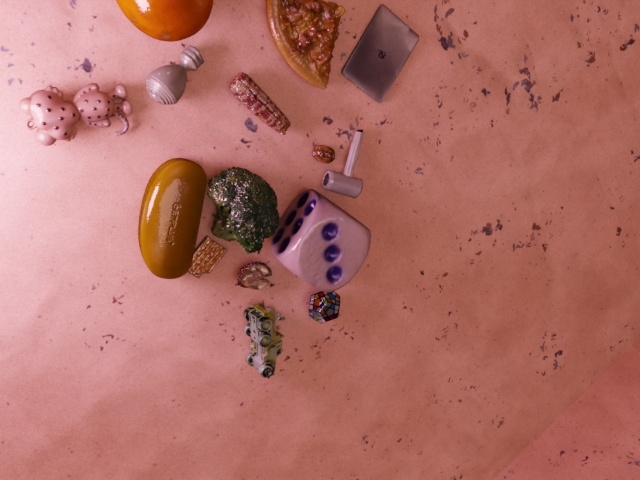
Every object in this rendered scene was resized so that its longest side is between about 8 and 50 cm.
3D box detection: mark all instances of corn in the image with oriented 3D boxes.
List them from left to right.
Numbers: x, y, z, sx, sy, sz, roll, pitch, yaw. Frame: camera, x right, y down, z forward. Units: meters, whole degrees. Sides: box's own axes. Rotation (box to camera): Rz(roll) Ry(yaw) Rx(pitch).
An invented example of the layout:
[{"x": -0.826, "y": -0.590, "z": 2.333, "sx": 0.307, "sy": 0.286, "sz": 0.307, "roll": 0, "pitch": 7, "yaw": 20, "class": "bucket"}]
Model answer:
[{"x": -0.183, "y": -0.423, "z": 1.665, "sx": 0.237, "sy": 0.079, "sz": 0.079, "roll": 39, "pitch": 88, "yaw": -29, "class": "corn"}]

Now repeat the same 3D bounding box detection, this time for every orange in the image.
[{"x": -0.409, "y": -0.650, "z": 1.387, "sx": 0.261, "sy": 0.261, "sz": 0.261, "roll": -8, "pitch": 109, "yaw": -22, "class": "orange"}]

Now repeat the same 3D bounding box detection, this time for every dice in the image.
[{"x": 0.000, "y": 0.000, "z": 1.794, "sx": 0.251, "sy": 0.243, "sz": 0.259, "roll": 33, "pitch": 94, "yaw": -29, "class": "dice"}]

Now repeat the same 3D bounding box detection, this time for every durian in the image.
[{"x": -0.239, "y": 0.120, "z": 1.817, "sx": 0.140, "sy": 0.071, "sz": 0.110, "roll": -18, "pitch": 119, "yaw": -33, "class": "durian"}]

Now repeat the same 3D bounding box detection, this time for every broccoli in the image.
[{"x": -0.247, "y": -0.098, "z": 1.678, "sx": 0.269, "sy": 0.261, "sz": 0.242, "roll": 29, "pitch": 132, "yaw": -26, "class": "broccoli"}]

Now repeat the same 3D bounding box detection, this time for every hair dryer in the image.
[{"x": 0.099, "y": -0.274, "z": 1.846, "sx": 0.131, "sy": 0.073, "sz": 0.236, "roll": 14, "pitch": 98, "yaw": -26, "class": "hair dryer"}]

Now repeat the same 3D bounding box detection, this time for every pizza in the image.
[{"x": -0.065, "y": -0.627, "z": 1.652, "sx": 0.258, "sy": 0.087, "sz": 0.268, "roll": 7, "pitch": 106, "yaw": -23, "class": "pizza"}]

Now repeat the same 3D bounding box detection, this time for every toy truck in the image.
[{"x": -0.185, "y": 0.350, "z": 1.890, "sx": 0.135, "sy": 0.128, "sz": 0.259, "roll": -9, "pitch": 110, "yaw": -36, "class": "toy truck"}]

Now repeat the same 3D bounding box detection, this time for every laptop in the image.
[{"x": 0.204, "y": -0.628, "z": 1.806, "sx": 0.188, "sy": 0.015, "sz": 0.269, "roll": 29, "pitch": 93, "yaw": -29, "class": "laptop"}]

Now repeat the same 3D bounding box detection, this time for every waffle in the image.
[{"x": -0.381, "y": 0.061, "z": 1.761, "sx": 0.092, "sy": 0.021, "sz": 0.135, "roll": 38, "pitch": 89, "yaw": -29, "class": "waffle"}]

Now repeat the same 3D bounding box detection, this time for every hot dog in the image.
[{"x": 0.014, "y": -0.293, "z": 1.817, "sx": 0.083, "sy": 0.035, "sz": 0.058, "roll": 12, "pitch": 98, "yaw": -27, "class": "hot dog"}]

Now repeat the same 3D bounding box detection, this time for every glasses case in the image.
[{"x": -0.455, "y": -0.065, "z": 1.620, "sx": 0.173, "sy": 0.141, "sz": 0.371, "roll": 8, "pitch": 103, "yaw": -25, "class": "glasses case"}]

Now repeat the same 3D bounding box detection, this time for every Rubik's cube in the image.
[{"x": 0.015, "y": 0.239, "z": 1.946, "sx": 0.133, "sy": 0.133, "sz": 0.112, "roll": 18, "pitch": 127, "yaw": -28, "class": "Rubik's cube"}]

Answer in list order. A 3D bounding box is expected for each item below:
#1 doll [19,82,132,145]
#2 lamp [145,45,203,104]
[{"x": -0.660, "y": -0.350, "z": 1.461, "sx": 0.278, "sy": 0.119, "sz": 0.154, "roll": -15, "pitch": 113, "yaw": -30, "class": "doll"}, {"x": -0.417, "y": -0.471, "z": 1.536, "sx": 0.193, "sy": 0.106, "sz": 0.106, "roll": -50, "pitch": 119, "yaw": -13, "class": "lamp"}]
